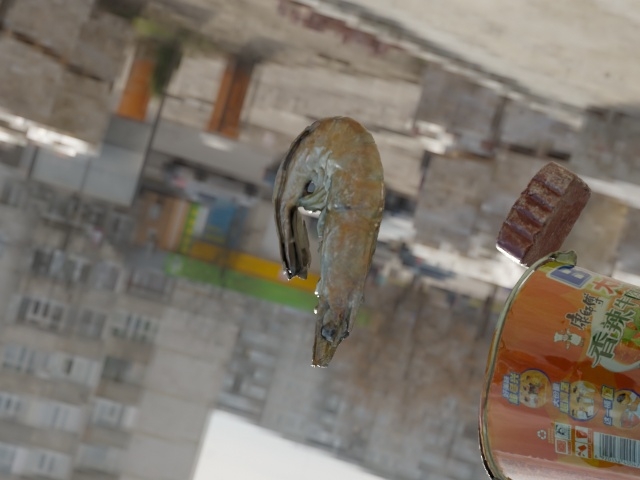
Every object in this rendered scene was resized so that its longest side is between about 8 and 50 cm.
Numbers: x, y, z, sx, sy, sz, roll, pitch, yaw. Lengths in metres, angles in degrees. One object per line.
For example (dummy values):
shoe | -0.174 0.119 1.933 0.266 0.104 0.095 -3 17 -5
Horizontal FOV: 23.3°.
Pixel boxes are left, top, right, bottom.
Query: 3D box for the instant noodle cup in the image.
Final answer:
instant noodle cup | 0.343 0.176 1.797 0.214 0.296 0.296 12 177 33

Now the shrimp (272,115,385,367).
shrimp | 0.000 0.000 1.375 0.126 0.223 0.047 9 -178 42

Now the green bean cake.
green bean cake | 0.284 -0.030 1.982 0.056 0.135 0.135 35 -175 22

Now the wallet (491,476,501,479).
wallet | 0.221 0.322 1.669 0.129 0.088 0.026 35 152 -26
